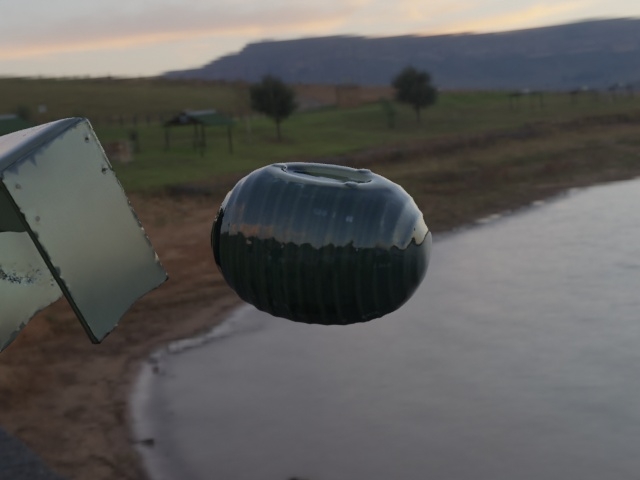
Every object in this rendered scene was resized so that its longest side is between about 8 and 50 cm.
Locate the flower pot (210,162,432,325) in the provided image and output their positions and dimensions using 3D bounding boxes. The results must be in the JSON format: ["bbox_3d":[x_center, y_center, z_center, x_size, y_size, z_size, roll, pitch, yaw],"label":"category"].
[{"bbox_3d":[0.000,0.000,1.152,0.243,0.157,0.189,10,15,15],"label":"flower pot"}]

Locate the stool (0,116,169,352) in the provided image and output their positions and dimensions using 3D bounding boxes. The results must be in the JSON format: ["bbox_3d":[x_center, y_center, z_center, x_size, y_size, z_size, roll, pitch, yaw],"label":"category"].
[{"bbox_3d":[-0.393,-0.004,1.454,0.244,0.269,0.170,-7,27,39],"label":"stool"}]
